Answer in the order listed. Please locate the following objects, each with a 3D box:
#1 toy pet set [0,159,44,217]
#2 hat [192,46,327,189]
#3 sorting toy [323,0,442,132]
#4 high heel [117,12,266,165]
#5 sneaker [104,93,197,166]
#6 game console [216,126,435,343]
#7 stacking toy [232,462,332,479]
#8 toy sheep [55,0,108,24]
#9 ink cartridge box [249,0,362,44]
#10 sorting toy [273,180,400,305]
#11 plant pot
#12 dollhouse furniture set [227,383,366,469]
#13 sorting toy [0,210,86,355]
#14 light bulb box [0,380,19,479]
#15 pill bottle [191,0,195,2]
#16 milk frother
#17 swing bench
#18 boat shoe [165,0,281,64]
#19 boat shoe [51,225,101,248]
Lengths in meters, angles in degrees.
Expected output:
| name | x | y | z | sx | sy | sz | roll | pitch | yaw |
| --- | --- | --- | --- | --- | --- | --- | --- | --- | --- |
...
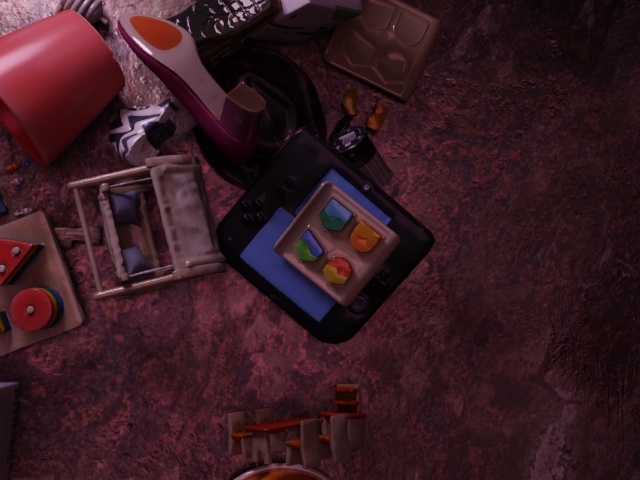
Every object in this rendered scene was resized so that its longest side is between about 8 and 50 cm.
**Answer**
| name | x | y | z | sx | sy | sz | roll | pitch | yaw |
| --- | --- | --- | --- | --- | --- | --- | --- | --- | --- |
| toy pet set | -0.671 | -0.105 | 1.674 | 0.114 | 0.065 | 0.122 | -19 | 87 | -8 |
| hat | -0.136 | -0.281 | 1.717 | 0.331 | 0.134 | 0.332 | 0 | 86 | -6 |
| sorting toy | 0.125 | -0.418 | 1.808 | 0.229 | 0.041 | 0.307 | 26 | 83 | -8 |
| high heel | -0.282 | -0.308 | 1.612 | 0.377 | 0.181 | 0.127 | 41 | 51 | 12 |
| sneaker | -0.370 | -0.268 | 1.694 | 0.153 | 0.094 | 0.235 | 27 | 70 | 34 |
| game console | 0.000 | 0.000 | 1.694 | 0.386 | 0.060 | 0.342 | 40 | 103 | -3 |
| stacking toy | -0.062 | 0.640 | 1.475 | 0.350 | 0.480 | 0.351 | 0 | 86 | -7 |
| toy sheep | -0.526 | -0.515 | 1.717 | 0.132 | 0.091 | 0.091 | 33 | 82 | -17 |
| ink cartridge box | -0.043 | -0.504 | 1.681 | 0.160 | 0.219 | 0.093 | -4 | 85 | -42 |
| sorting toy | 0.034 | 0.008 | 1.652 | 0.208 | 0.038 | 0.193 | 38 | 97 | -2 |
| plant pot | -0.560 | -0.331 | 1.619 | 0.243 | 0.275 | 0.275 | -41 | 91 | -18 |
| dollhouse furniture set | -0.033 | 0.379 | 1.630 | 0.259 | 0.262 | 0.135 | 2 | 82 | -40 |
| sorting toy | -0.660 | 0.100 | 1.623 | 0.255 | 0.089 | 0.257 | -21 | 88 | 4 |
| light bulb box | -0.804 | 0.374 | 1.472 | 0.357 | 0.361 | 0.225 | 6 | 83 | -6 |
| pill bottle | -0.121 | -0.680 | 1.702 | 0.407 | 0.229 | 0.229 | -21 | 88 | -8 |
| milk frother | 0.085 | -0.198 | 1.759 | 0.135 | 0.129 | 0.143 | 53 | 43 | -35 |
| swing bench | -0.354 | -0.026 | 1.628 | 0.254 | 0.165 | 0.253 | -16 | 86 | 7 |
| boat shoe | -0.223 | -0.454 | 1.673 | 0.323 | 0.120 | 0.123 | -17 | 74 | 25 |
| boat shoe | -0.543 | -0.004 | 1.688 | 0.135 | 0.050 | 0.045 | -5 | 81 | -7 |
